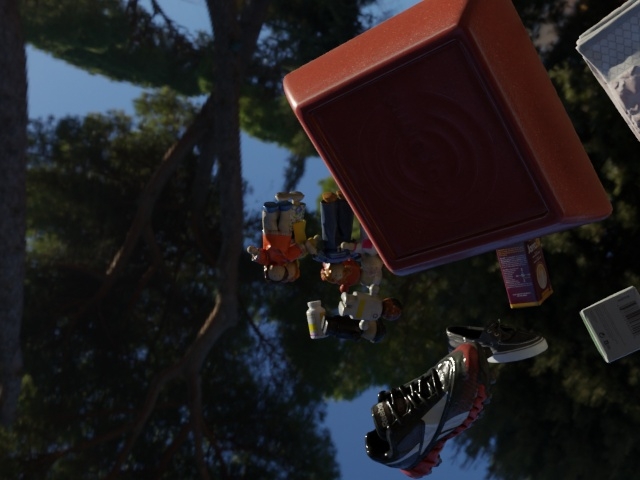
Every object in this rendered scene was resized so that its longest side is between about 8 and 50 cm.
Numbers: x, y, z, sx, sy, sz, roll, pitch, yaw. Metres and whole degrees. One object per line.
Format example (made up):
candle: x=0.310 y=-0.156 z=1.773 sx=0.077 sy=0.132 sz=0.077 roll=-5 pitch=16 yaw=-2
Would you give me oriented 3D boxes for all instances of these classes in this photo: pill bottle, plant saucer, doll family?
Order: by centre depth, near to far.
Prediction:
plant saucer: x=0.106 y=-0.086 z=0.763 sx=0.259 sy=0.259 sz=0.048 roll=58 pitch=-138 yaw=-15
doll family: x=0.000 y=0.000 z=1.334 sx=0.262 sy=0.163 sz=0.118 roll=-4 pitch=-160 yaw=-14
pill bottle: x=-0.007 y=0.182 z=1.808 sx=0.043 sy=0.043 sz=0.083 roll=-9 pitch=-91 yaw=-40

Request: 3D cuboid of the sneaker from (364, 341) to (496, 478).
sneaker: x=0.155 y=0.255 z=1.188 sx=0.135 sy=0.276 sz=0.098 roll=16 pitch=-146 yaw=-21

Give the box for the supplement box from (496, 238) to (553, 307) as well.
supplement box: x=0.511 y=0.063 z=1.977 sx=0.080 sy=0.188 sz=0.104 roll=-11 pitch=-171 yaw=36

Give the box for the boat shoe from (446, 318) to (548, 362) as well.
boat shoe: x=0.345 y=0.195 z=1.578 sx=0.080 sy=0.228 sz=0.076 roll=-25 pitch=-80 yaw=-37

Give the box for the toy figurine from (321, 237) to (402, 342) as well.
toy figurine: x=0.096 y=0.110 z=1.739 sx=0.148 sy=0.209 sz=0.213 roll=8 pitch=-118 yaw=-15

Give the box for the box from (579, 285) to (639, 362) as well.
box: x=0.519 y=0.146 z=1.367 sx=0.101 sy=0.101 sz=0.087 roll=66 pitch=-167 yaw=13

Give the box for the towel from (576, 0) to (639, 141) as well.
towel: x=0.658 y=-0.315 z=1.364 sx=0.317 sy=0.331 sz=0.053 roll=53 pitch=-136 yaw=0
